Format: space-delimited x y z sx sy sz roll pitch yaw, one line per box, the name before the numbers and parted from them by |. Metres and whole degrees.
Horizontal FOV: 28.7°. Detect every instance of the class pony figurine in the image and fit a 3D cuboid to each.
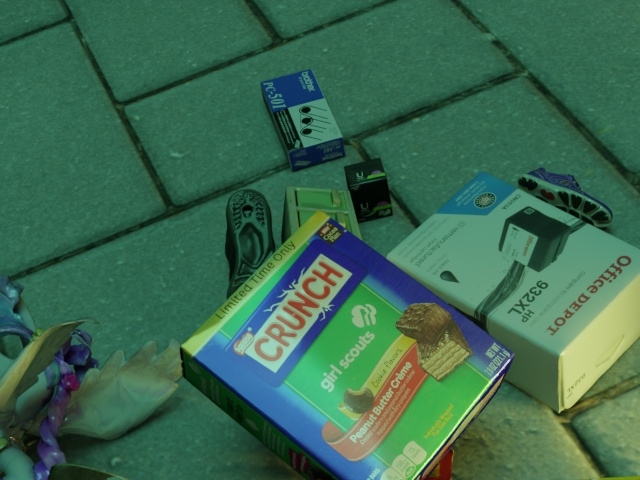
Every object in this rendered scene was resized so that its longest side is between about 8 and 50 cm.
pony figurine | -0.398 0.210 1.703 0.363 0.303 0.351 41 97 36

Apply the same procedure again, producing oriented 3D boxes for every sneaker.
sneaker | 0.382 -0.073 1.922 0.071 0.068 0.170 -33 47 -27
sneaker | -0.101 0.048 1.904 0.087 0.130 0.227 -7 72 -1

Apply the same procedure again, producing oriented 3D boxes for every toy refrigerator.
toy refrigerator | 0.000 0.000 1.828 0.102 0.094 0.269 4 20 -5

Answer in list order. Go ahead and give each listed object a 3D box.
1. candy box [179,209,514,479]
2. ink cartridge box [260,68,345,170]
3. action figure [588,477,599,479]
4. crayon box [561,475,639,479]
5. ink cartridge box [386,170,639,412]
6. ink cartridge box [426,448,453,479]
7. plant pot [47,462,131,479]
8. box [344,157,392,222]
candy box | 0.031 0.156 1.546 0.317 0.122 0.268 36 64 16
ink cartridge box | -0.032 -0.210 2.162 0.097 0.046 0.207 -16 44 -5
action figure | 0.315 0.364 1.349 0.137 0.063 0.232 -24 40 4
crayon box | 0.355 0.420 1.407 0.363 0.106 0.313 -5 44 9
ink cartridge box | 0.281 0.064 1.760 0.307 0.129 0.223 31 58 35
ink cartridge box | 0.064 0.354 1.524 0.181 0.056 0.224 2 69 14
plant pot | -0.269 0.417 1.498 0.215 0.215 0.230 10 62 22
box | 0.076 -0.079 1.980 0.062 0.083 0.052 -13 44 -1
